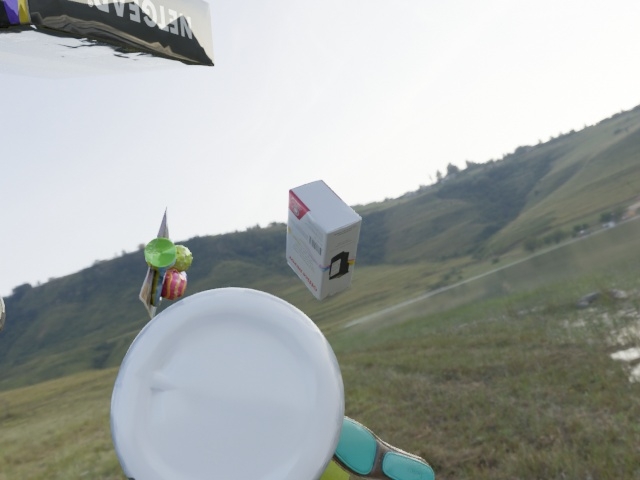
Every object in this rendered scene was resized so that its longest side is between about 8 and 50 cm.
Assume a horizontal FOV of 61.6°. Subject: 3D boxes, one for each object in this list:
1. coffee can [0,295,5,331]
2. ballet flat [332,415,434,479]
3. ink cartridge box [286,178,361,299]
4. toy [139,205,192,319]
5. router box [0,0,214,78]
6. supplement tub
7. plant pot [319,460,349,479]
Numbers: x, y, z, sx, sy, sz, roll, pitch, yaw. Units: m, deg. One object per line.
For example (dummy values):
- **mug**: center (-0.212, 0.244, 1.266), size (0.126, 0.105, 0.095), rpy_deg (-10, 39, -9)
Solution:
- **coffee can**: center (-0.682, 0.076, 0.919), size (0.202, 0.201, 0.275), rpy_deg (-16, -29, -27)
- **ballet flat**: center (0.069, 0.319, 0.783), size (0.067, 0.206, 0.073), rpy_deg (-39, 21, 53)
- **ink cartridge box**: center (0.000, 0.000, 0.964), size (0.073, 0.127, 0.175), rpy_deg (-23, -39, -26)
- **toy**: center (-0.234, 0.049, 0.841), size (0.056, 0.136, 0.237), rpy_deg (13, -18, -7)
- **router box**: center (-0.287, -0.224, 0.550), size (0.243, 0.080, 0.309), rpy_deg (1, 12, 14)
- **supplement tub**: center (-0.091, 0.181, 0.612), size (0.207, 0.206, 0.338), rpy_deg (-19, -12, -10)
- **plant pot**: center (-0.130, 0.390, 1.029), size (0.275, 0.274, 0.293), rpy_deg (-24, -46, 21)
